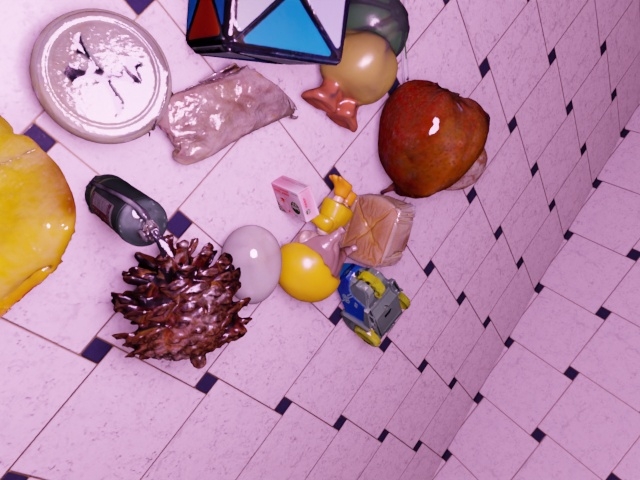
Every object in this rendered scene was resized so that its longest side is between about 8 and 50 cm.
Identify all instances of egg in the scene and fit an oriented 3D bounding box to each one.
[{"bbox_3d":[-0.170,0.062,1.190,0.151,0.151,0.209,-17,124,-36],"label":"egg"},{"bbox_3d":[0.432,-0.255,1.568,0.233,0.195,0.194,-11,116,-24],"label":"egg"}]

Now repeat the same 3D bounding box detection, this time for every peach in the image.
[{"bbox_3d":[-0.594,-0.007,0.721,0.380,0.243,0.306,-48,155,-34],"label":"peach"}]

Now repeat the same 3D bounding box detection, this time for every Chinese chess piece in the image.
[{"bbox_3d":[-0.378,-0.287,0.854,0.238,0.092,0.237,-5,103,-25],"label":"Chinese chess piece"}]

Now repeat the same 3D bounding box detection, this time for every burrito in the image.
[{"bbox_3d":[-0.197,-0.290,1.052,0.348,0.107,0.175,-30,139,-27],"label":"burrito"}]

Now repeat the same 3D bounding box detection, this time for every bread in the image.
[{"bbox_3d":[0.167,-0.033,1.424,0.110,0.192,0.209,6,102,-50],"label":"bread"}]

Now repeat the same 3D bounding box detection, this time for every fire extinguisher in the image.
[{"bbox_3d":[-0.348,-0.049,0.880,0.093,0.294,0.118,-35,127,-25],"label":"fire extinguisher"}]

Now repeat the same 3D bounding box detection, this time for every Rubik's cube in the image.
[{"bbox_3d":[-0.103,-0.475,0.929,0.250,0.246,0.248,-5,111,-31],"label":"Rubik's cube"}]

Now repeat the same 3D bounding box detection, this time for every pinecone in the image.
[{"bbox_3d":[-0.303,0.130,1.038,0.298,0.242,0.295,-9,105,-38],"label":"pinecone"}]

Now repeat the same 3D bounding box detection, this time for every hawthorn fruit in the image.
[{"bbox_3d":[0.302,-0.283,1.359,0.308,0.308,0.324,15,87,-44],"label":"hawthorn fruit"}]

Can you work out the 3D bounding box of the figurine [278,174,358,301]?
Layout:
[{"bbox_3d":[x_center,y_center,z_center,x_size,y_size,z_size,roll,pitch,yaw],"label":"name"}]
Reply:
[{"bbox_3d":[0.000,0.000,1.308,0.215,0.187,0.343,33,78,-57],"label":"figurine"}]

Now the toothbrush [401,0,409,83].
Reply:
[{"bbox_3d":[0.237,-0.595,1.357,0.030,0.030,0.303,-28,125,-30],"label":"toothbrush"}]

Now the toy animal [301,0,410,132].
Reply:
[{"bbox_3d":[0.109,-0.455,1.187,0.216,0.191,0.338,23,91,-45],"label":"toy animal"}]

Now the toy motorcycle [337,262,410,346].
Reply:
[{"bbox_3d":[0.140,0.168,1.500,0.191,0.200,0.326,-47,144,-17],"label":"toy motorcycle"}]

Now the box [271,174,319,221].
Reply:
[{"bbox_3d":[-0.066,-0.108,1.228,0.043,0.125,0.089,-35,127,-25],"label":"box"}]
